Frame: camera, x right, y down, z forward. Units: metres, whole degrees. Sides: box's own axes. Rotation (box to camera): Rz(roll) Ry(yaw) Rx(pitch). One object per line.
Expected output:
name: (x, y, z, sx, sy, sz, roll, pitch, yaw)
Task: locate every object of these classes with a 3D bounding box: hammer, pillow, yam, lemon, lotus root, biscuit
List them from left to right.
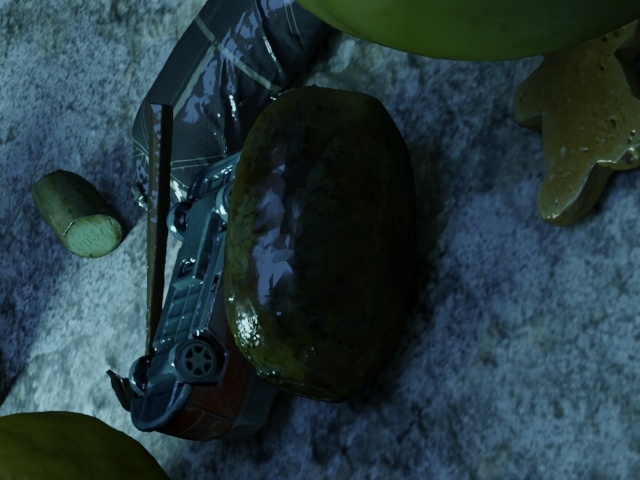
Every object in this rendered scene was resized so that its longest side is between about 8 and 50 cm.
lemon: (-0.257, 0.279, 1.789, 0.285, 0.285, 0.316, -58, 11, 9)
yam: (-0.263, -0.031, 2.170, 0.069, 0.070, 0.146, -58, 33, 9)
hammer: (-0.155, 0.017, 1.872, 0.027, 0.125, 0.297, 4, 92, 25)
pillow: (-0.089, -0.171, 2.001, 0.335, 0.093, 0.161, -53, 39, 17)
lotus root: (0.000, 0.000, 1.708, 0.160, 0.152, 0.274, -1, 73, 14)
biscuit: (0.217, -0.131, 1.619, 0.153, 0.030, 0.234, -40, 40, 30)

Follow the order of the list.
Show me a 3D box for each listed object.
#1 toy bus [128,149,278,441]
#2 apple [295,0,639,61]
toy bus: (-0.084, 0.060, 1.813, 0.121, 0.120, 0.265, -21, 51, 56)
apple: (0.134, -0.364, 1.504, 0.474, 0.474, 0.473, -32, 45, 39)
